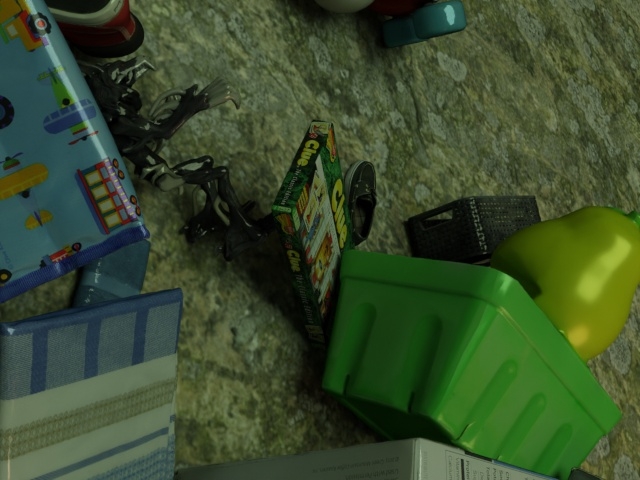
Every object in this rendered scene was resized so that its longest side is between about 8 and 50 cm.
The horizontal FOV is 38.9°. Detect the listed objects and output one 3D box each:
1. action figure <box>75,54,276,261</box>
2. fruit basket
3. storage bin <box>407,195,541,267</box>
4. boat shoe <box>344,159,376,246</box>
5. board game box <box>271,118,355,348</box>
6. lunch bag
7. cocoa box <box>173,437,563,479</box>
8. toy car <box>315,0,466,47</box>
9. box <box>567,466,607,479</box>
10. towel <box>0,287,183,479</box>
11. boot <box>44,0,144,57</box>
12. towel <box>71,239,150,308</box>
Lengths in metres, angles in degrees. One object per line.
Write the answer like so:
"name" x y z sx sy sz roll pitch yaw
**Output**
"action figure" -0.156 -0.113 0.957 0.141 0.164 0.275 -47 119 -12
"fruit basket" 0.225 0.103 1.106 0.392 0.283 0.391 -7 100 -45
"storage bin" 0.228 -0.008 1.305 0.180 0.122 0.084 -2 76 -44
"boat shoe" 0.057 -0.051 1.215 0.049 0.040 0.142 33 55 -31
"board game box" 0.000 0.000 1.048 0.259 0.030 0.136 77 26 -51
"lunch bag" -0.250 -0.092 0.791 0.138 0.293 0.220 -25 100 -5
"cocoa box" 0.037 0.331 0.839 0.228 0.347 0.231 24 59 -37
"toy car" 0.052 -0.376 1.266 0.238 0.210 0.219 -14 100 -18
"box" 0.237 0.505 1.023 0.395 0.097 0.318 -50 153 -41
"towel" -0.201 0.188 0.783 0.209 0.034 0.284 -12 111 -57
"boot" -0.306 -0.250 0.920 0.244 0.176 0.088 17 85 -1
"towel" -0.216 0.046 0.928 0.067 0.029 0.119 30 58 -35
